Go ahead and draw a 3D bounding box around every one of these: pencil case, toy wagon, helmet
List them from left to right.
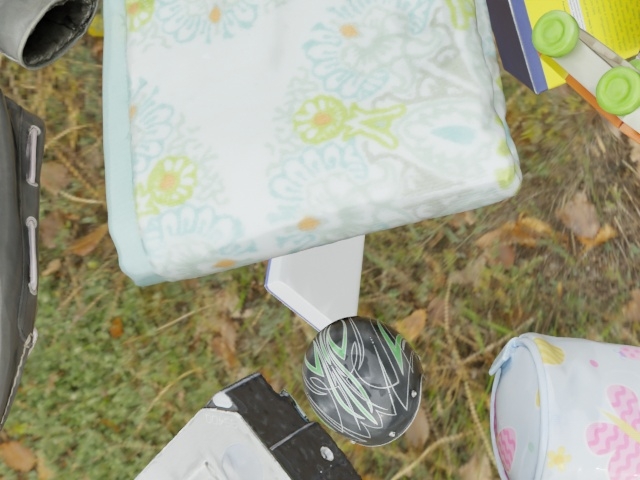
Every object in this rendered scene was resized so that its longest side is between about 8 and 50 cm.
[{"bbox_3d":[0.056,0.184,1.367,0.169,0.161,0.169,2,98,13],"label":"helmet"},{"bbox_3d":[0.409,-0.166,1.283,0.068,0.267,0.344,-52,54,22],"label":"toy wagon"},{"bbox_3d":[0.255,0.125,0.701,0.273,0.113,0.124,2,76,-8],"label":"pencil case"}]

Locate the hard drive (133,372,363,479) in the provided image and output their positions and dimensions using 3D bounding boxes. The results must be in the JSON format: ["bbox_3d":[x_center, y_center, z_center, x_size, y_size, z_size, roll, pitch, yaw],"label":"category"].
[{"bbox_3d":[-0.007,0.277,0.619,0.339,0.064,0.237,51,120,13],"label":"hard drive"}]

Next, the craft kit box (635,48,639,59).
[{"bbox_3d":[0.660,-0.396,1.677,0.250,0.246,0.061,-22,65,-9],"label":"craft kit box"}]

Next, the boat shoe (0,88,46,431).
[{"bbox_3d":[-0.268,0.019,0.859,0.112,0.095,0.335,-25,62,35],"label":"boat shoe"}]

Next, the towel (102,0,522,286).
[{"bbox_3d":[-0.027,-0.170,0.835,0.320,0.090,0.374,-15,68,21],"label":"towel"}]

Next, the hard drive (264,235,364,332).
[{"bbox_3d":[0.000,0.000,1.819,0.040,0.318,0.210,-21,134,32],"label":"hard drive"}]

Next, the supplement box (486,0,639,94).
[{"bbox_3d":[0.501,-0.439,1.872,0.356,0.194,0.195,-22,114,0],"label":"supplement box"}]

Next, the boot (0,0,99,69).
[{"bbox_3d":[-0.299,-0.269,1.029,0.208,0.076,0.189,21,73,38],"label":"boot"}]
